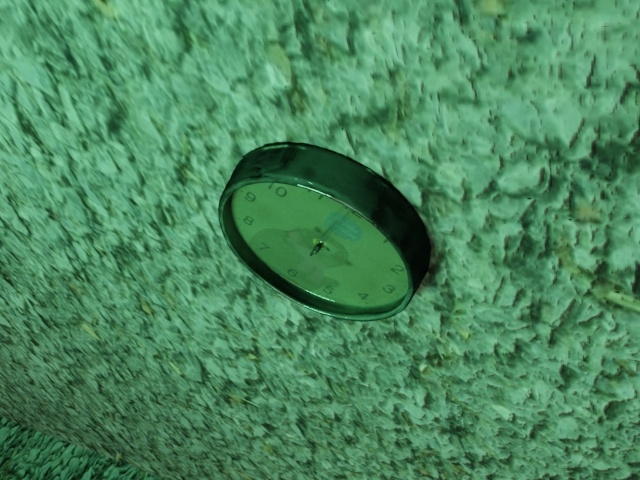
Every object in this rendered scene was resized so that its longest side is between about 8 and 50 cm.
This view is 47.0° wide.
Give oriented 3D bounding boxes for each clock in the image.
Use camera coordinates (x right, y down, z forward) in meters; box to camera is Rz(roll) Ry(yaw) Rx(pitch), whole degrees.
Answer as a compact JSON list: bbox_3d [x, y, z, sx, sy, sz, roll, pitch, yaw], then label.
[{"bbox_3d":[0.000,0.000,0.923,0.281,0.055,0.280,20,146,14],"label":"clock"}]
